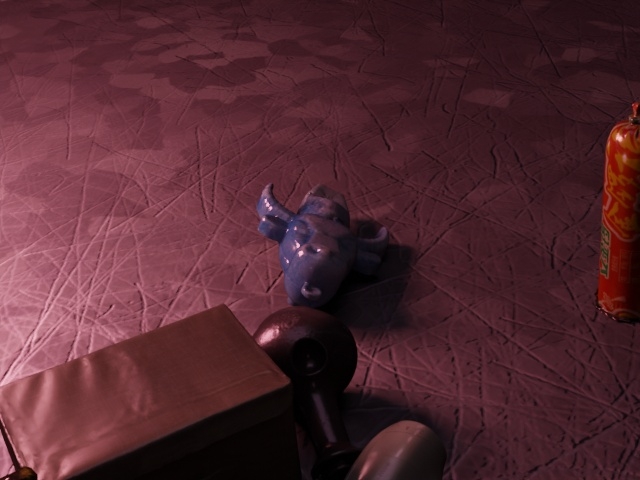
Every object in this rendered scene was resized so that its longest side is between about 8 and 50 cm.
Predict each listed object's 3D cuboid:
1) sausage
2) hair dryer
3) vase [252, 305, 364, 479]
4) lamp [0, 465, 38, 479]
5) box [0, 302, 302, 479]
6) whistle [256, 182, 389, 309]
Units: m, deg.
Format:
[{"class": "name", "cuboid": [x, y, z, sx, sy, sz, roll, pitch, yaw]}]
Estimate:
[{"class": "sausage", "cuboid": [0.350, -0.033, 1.002, 0.083, 0.264, 0.083, -6, 32, 4]}, {"class": "hair dryer", "cuboid": [0.101, 0.276, 0.744, 0.237, 0.075, 0.206, 24, 48, 25]}, {"class": "vase", "cuboid": [-0.007, 0.156, 0.898, 0.120, 0.120, 0.183, -13, 51, -14]}, {"class": "lamp", "cuboid": [-0.279, 0.245, 0.597, 0.246, 0.247, 0.247, -3, 32, 2]}, {"class": "box", "cuboid": [-0.150, 0.187, 0.811, 0.231, 0.149, 0.155, -21, 36, -24]}, {"class": "whistle", "cuboid": [0.000, 0.000, 1.147, 0.180, 0.093, 0.269, 20, 32, -8]}]
